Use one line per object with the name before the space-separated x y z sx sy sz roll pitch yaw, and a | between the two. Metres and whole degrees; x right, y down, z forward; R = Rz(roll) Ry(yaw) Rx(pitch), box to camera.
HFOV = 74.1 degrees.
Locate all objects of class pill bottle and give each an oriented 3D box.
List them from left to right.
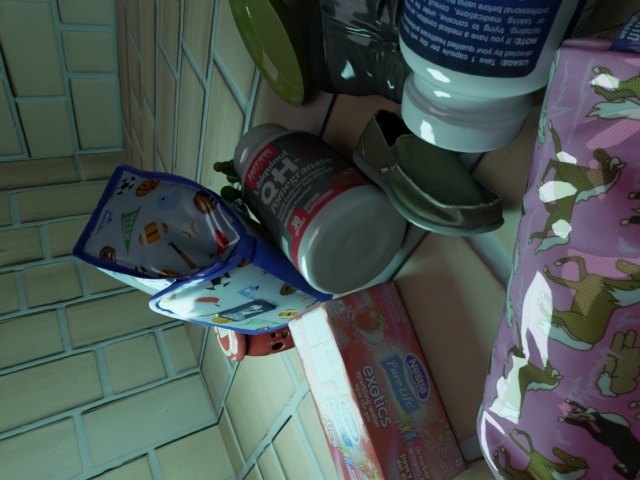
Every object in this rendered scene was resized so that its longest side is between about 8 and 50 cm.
pill bottle | -0.023 -0.074 0.697 0.318 0.176 0.176 46 138 42
pill bottle | 0.147 -0.215 0.343 0.153 0.153 0.265 54 157 35

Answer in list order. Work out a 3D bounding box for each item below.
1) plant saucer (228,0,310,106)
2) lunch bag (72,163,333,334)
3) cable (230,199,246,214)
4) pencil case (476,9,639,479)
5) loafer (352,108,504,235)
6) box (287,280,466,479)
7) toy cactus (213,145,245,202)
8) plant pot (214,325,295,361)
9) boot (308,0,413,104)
plant saucer | -0.086 -0.358 0.758 0.241 0.037 0.241 52 169 14
lunch bag | -0.202 0.039 0.812 0.385 0.328 0.239 11 75 31
cable | -0.238 -0.033 1.225 0.150 0.047 0.185 -47 58 50
pencil case | 0.230 0.041 0.332 0.160 0.167 0.386 13 116 24
loafer | 0.122 -0.093 0.524 0.251 0.094 0.087 46 142 42
box | 0.079 0.235 0.673 0.154 0.142 0.300 -40 66 57
toy cactus | -0.129 -0.124 0.909 0.112 0.180 0.219 -54 6 18
plant pot | -0.163 0.199 1.048 0.191 0.174 0.191 32 130 50
boot | 0.071 -0.333 0.508 0.222 0.118 0.338 32 144 48
